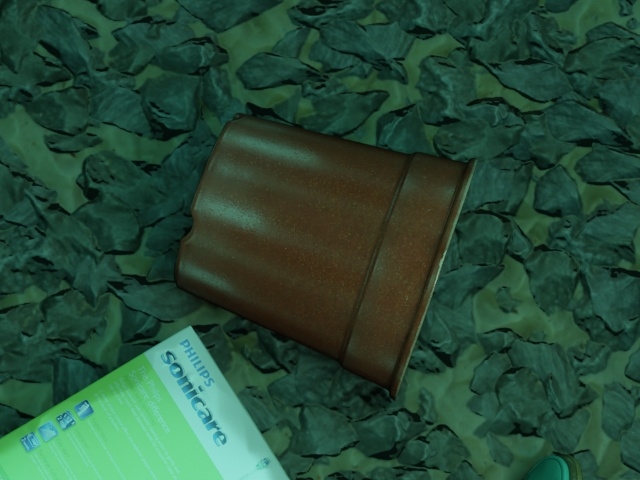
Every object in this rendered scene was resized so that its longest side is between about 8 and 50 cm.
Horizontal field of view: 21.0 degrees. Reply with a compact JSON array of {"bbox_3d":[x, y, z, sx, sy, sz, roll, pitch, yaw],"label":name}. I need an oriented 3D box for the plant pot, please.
[{"bbox_3d":[0.000,0.000,1.843,0.265,0.272,0.272,19,72,4],"label":"plant pot"}]

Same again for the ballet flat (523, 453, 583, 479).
[{"bbox_3d":[0.231,0.403,1.846,0.124,0.116,0.342,30,71,-22],"label":"ballet flat"}]

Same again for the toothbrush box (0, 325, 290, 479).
[{"bbox_3d":[-0.203,0.254,1.796,0.283,0.122,0.206,-32,82,-16],"label":"toothbrush box"}]
